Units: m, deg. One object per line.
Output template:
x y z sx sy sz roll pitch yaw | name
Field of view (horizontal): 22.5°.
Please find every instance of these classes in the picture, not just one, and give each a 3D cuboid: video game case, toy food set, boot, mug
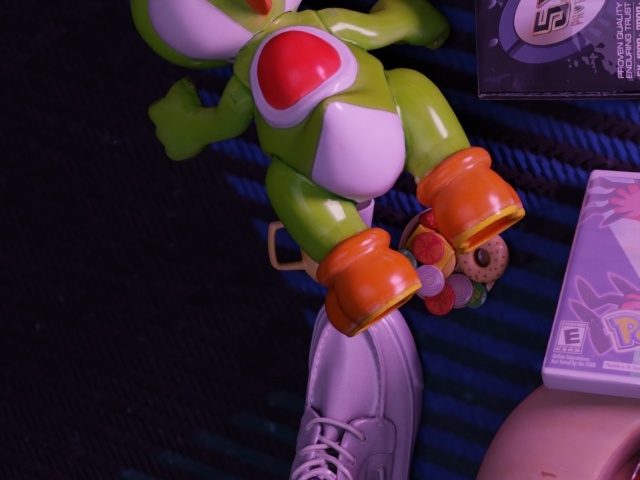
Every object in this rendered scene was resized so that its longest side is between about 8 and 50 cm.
0.266 0.031 1.086 0.201 0.183 0.023 4 142 21 | video game case
0.097 0.015 1.223 0.083 0.020 0.082 38 113 9 | toy food set
0.019 0.172 1.234 0.095 0.123 0.258 1 103 21 | boot
0.003 -0.001 1.237 0.078 0.062 0.064 3 112 10 | mug

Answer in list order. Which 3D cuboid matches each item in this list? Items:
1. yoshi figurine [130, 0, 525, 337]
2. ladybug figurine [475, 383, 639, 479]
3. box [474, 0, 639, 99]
-0.022 -0.116 1.165 0.362 0.203 0.203 53 133 6 | yoshi figurine
0.326 0.225 1.076 0.449 0.162 0.305 16 80 22 | ladybug figurine
0.185 -0.190 1.107 0.147 0.077 0.180 3 104 22 | box
